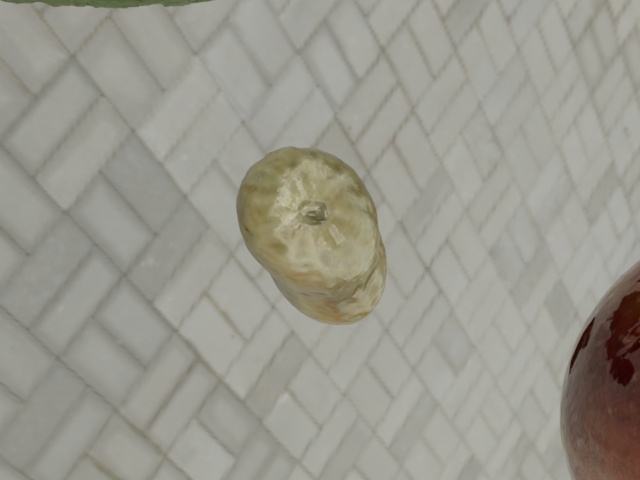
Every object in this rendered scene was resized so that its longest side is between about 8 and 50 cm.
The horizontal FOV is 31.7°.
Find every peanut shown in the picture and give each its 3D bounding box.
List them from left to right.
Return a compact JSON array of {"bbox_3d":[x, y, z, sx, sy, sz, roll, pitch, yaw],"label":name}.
[{"bbox_3d":[0.000,0.000,1.091,0.129,0.129,0.224,-57,148,-16],"label":"peanut"}]

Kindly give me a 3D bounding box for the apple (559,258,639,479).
[{"bbox_3d":[0.199,0.083,0.464,0.162,0.201,0.201,-40,134,-20],"label":"apple"}]

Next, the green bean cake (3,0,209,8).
[{"bbox_3d":[-0.147,-0.278,0.796,0.125,0.248,0.222,-79,170,-48],"label":"green bean cake"}]
